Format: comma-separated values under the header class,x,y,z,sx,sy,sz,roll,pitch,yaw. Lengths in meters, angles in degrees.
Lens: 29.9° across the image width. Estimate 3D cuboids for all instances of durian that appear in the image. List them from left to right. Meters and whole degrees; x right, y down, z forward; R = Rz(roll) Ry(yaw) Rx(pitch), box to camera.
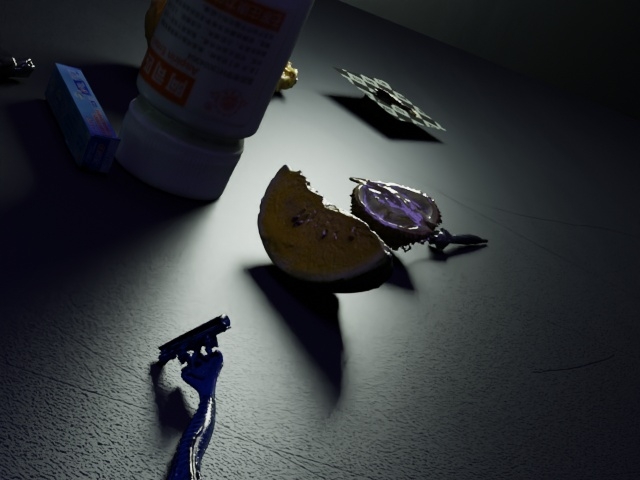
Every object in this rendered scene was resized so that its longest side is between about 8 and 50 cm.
class,x,y,z,sx,sy,sz,roll,pitch,yaw
durian,0.110,-0.042,2.039,0.148,0.091,0.188,-27,62,-41

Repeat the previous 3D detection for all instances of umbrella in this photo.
class,x,y,z,sx,sy,sz,roll,pitch,yaw
umbrella,-0.560,-0.290,1.931,0.236,0.059,0.066,-6,54,-52
umbrella,0.241,0.003,2.181,0.044,0.044,0.269,7,-1,33

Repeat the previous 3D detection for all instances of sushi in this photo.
class,x,y,z,sx,sy,sz,roll,pitch,yaw
sushi,0.152,-0.314,2.821,0.231,0.047,0.220,43,22,31

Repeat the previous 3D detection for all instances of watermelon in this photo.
class,x,y,z,sx,sy,sz,roll,pitch,yaw
watermelon,0.000,0.000,1.759,0.123,0.129,0.301,11,19,-40

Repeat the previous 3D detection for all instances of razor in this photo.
class,x,y,z,sx,sy,sz,roll,pitch,yaw
razor,-0.132,0.193,1.258,0.056,0.093,0.324,56,13,-24

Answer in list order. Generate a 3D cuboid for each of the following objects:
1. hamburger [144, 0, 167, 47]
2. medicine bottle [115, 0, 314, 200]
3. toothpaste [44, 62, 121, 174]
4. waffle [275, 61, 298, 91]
class,x,y,z,sx,sy,sz,roll,pitch,yaw
hamburger,-0.229,-0.389,2.306,0.244,0.244,0.163,22,33,-7
medicine bottle,-0.170,-0.266,1.870,0.211,0.371,0.211,23,20,-9
toothpaste,-0.378,-0.194,1.891,0.053,0.066,0.272,13,24,-31
waffle,-0.163,-0.405,2.661,0.283,0.065,0.309,30,24,18
